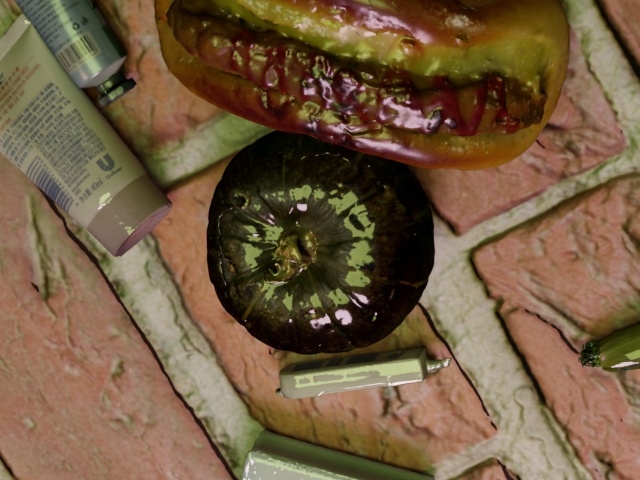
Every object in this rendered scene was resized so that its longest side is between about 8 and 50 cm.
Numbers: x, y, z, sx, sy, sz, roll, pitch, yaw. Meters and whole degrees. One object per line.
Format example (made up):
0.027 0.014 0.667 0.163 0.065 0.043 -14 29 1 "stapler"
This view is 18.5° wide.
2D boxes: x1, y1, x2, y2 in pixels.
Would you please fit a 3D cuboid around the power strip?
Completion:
0.043 0.136 2.025 0.191 0.047 0.030 -9 100 14 "power strip"

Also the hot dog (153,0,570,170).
0.027 -0.188 1.827 0.405 0.223 0.185 16 108 5 "hot dog"

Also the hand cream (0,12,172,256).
-0.264 -0.096 2.001 0.133 0.083 0.248 -43 85 20 "hand cream"

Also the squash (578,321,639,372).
0.344 0.094 1.949 0.183 0.052 0.052 -21 103 16 "squash"

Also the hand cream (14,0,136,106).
-0.275 -0.256 1.955 0.091 0.058 0.271 -32 96 31 "hand cream"

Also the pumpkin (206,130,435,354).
-0.001 0.002 1.929 0.238 0.159 0.238 6 111 14 "pumpkin"

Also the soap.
0.012 0.282 2.073 0.198 0.063 0.115 14 112 7 "soap"
